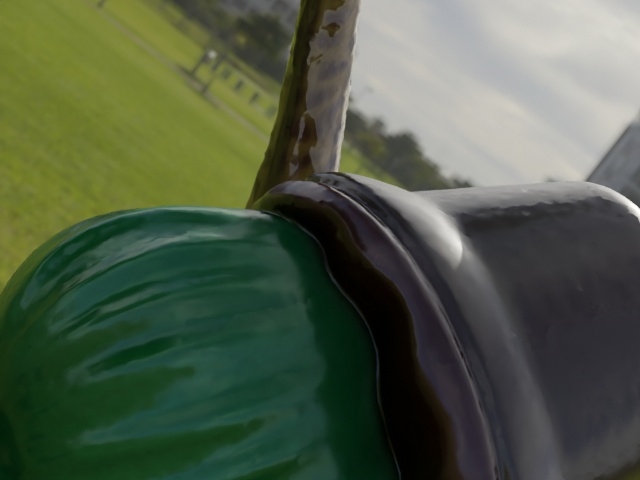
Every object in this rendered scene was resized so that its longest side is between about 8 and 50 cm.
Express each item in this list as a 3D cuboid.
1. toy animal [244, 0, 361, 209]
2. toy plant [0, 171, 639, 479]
[{"bbox_3d":[-0.005,0.007,0.521,0.054,0.149,0.275,21,-33,19],"label":"toy animal"},{"bbox_3d":[-0.004,0.051,0.384,0.105,0.200,0.143,121,-51,-70],"label":"toy plant"}]
